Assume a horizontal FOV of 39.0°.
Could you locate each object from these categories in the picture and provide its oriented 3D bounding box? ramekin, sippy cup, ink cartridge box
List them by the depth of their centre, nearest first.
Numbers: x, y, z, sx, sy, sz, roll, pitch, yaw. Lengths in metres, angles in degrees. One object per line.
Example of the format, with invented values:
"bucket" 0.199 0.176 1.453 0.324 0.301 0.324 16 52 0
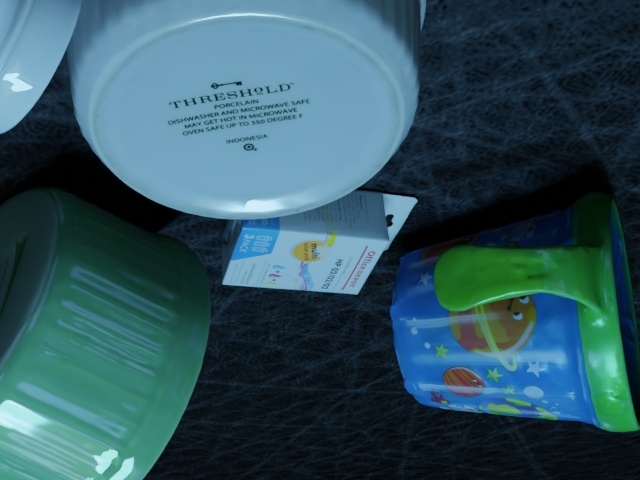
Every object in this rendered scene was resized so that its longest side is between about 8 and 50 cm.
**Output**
"ramekin" -0.052 -0.124 0.641 0.273 0.127 0.273 -4 147 -2
"ramekin" -0.254 0.099 0.810 0.303 0.303 0.148 -29 132 31
"ink cartridge box" 0.000 0.000 0.897 0.181 0.061 0.104 5 146 -15
"sippy cup" 0.199 0.081 0.925 0.224 0.240 0.305 -7 124 23

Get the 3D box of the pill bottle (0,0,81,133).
"pill bottle" -0.299 -0.176 0.478 0.323 0.181 0.181 25 136 -37
